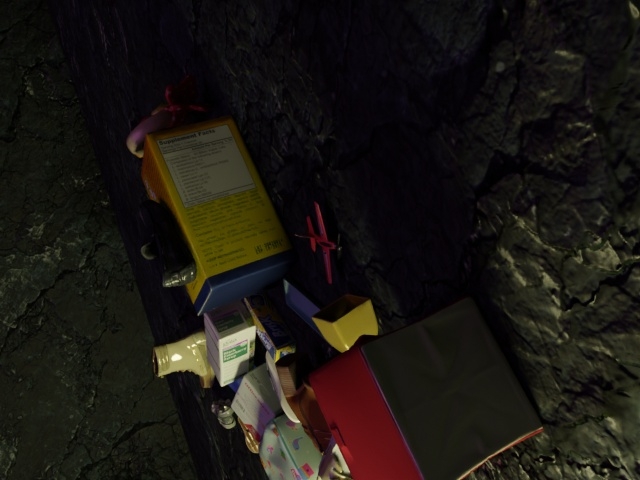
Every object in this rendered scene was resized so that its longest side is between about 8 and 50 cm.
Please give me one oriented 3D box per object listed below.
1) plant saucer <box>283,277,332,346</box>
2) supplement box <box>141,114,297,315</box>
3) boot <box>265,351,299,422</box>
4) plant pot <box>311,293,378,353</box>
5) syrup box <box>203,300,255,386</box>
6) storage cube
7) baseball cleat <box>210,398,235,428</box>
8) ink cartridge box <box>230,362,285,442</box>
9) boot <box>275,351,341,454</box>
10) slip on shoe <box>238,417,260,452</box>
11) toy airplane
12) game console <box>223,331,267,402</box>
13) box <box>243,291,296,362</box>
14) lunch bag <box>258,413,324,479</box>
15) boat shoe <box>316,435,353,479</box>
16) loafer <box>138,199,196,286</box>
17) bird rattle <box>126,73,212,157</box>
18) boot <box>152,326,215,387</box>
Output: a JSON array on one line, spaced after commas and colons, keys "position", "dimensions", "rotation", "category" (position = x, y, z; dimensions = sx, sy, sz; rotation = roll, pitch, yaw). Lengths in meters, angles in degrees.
[{"position": [-0.021, 0.140, 1.218], "dimensions": [0.192, 0.018, 0.067], "rotation": [34, 136, 51], "category": "plant saucer"}, {"position": [-0.226, -0.055, 1.286], "dimensions": [0.356, 0.194, 0.195], "rotation": [65, 154, 13], "category": "supplement box"}, {"position": [-0.079, 0.346, 1.431], "dimensions": [0.086, 0.069, 0.189], "rotation": [103, 148, -59], "category": "boot"}, {"position": [0.049, 0.148, 1.017], "dimensions": [0.081, 0.081, 0.083], "rotation": [3, 120, 63], "category": "plant pot"}, {"position": [-0.225, 0.255, 1.494], "dimensions": [0.096, 0.093, 0.236], "rotation": [55, 153, 30], "category": "syrup box"}, {"position": [0.124, 0.206, 0.782], "dimensions": [0.214, 0.184, 0.193], "rotation": [65, 153, 13], "category": "storage cube"}, {"position": [-0.319, 0.601, 2.087], "dimensions": [0.109, 0.072, 0.206], "rotation": [58, 160, -5], "category": "baseball cleat"}, {"position": [-0.148, 0.412, 1.525], "dimensions": [0.127, 0.072, 0.175], "rotation": [48, 140, 20], "category": "ink cartridge box"}, {"position": [0.024, 0.338, 1.172], "dimensions": [0.284, 0.109, 0.220], "rotation": [-9, 106, 53], "category": "boot"}, {"position": [-0.196, 0.537, 1.709], "dimensions": [0.041, 0.052, 0.135], "rotation": [-80, -32, -72], "category": "slip on shoe"}, {"position": [0.000, 0.000, 1.066], "dimensions": [0.151, 0.028, 0.151], "rotation": [42, 141, 47], "category": "toy airplane"}, {"position": [-0.211, 0.371, 1.705], "dimensions": [0.342, 0.060, 0.386], "rotation": [33, 136, 52], "category": "game console"}, {"position": [-0.120, 0.199, 1.412], "dimensions": [0.169, 0.054, 0.059], "rotation": [52, 149, 32], "category": "box"}, {"position": [-0.053, 0.549, 1.457], "dimensions": [0.224, 0.108, 0.279], "rotation": [55, 151, 27], "category": "lunch bag"}, {"position": [0.058, 0.400, 1.084], "dimensions": [0.302, 0.113, 0.103], "rotation": [102, -176, -48], "category": "boat shoe"}, {"position": [-0.318, 0.002, 1.188], "dimensions": [0.223, 0.078, 0.076], "rotation": [53, 148, 32], "category": "loafer"}, {"position": [-0.355, -0.264, 1.412], "dimensions": [0.143, 0.207, 0.253], "rotation": [56, 166, -10], "category": "bird rattle"}, {"position": [-0.479, 0.439, 2.110], "dimensions": [0.095, 0.204, 0.261], "rotation": [44, 142, 45], "category": "boot"}]
